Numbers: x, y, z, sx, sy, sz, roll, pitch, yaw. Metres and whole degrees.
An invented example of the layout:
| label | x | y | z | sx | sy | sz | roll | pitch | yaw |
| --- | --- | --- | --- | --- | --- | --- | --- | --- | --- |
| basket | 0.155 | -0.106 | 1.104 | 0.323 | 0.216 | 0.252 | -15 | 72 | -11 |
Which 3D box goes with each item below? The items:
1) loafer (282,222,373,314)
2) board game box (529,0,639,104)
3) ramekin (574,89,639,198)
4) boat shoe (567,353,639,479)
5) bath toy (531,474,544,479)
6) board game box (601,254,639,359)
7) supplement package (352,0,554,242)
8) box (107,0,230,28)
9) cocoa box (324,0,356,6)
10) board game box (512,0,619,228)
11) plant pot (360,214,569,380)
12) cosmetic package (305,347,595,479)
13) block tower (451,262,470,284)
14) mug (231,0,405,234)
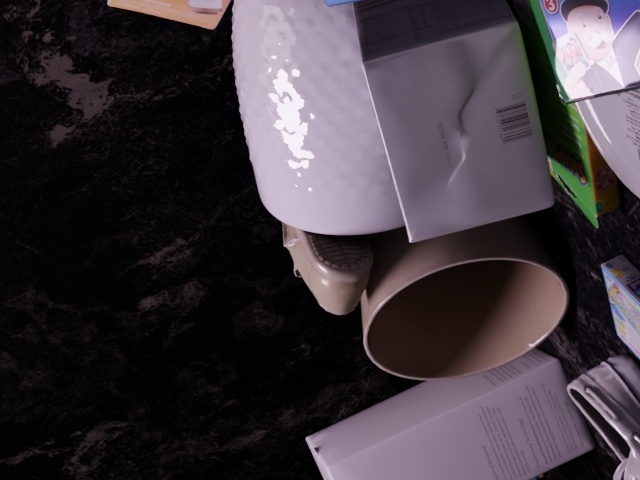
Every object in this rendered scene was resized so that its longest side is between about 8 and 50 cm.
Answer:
| label | x | y | z | sx | sy | sz | roll | pitch | yaw |
| --- | --- | --- | --- | --- | --- | --- | --- | --- | --- |
| loafer | 0.000 | 0.000 | 1.561 | 0.268 | 0.101 | 0.092 | -104 | 20 | -60 |
| board game box | 0.197 | -0.192 | 0.612 | 0.317 | 0.046 | 0.214 | -4 | 107 | 63 |
| ramekin | 0.240 | -0.116 | 0.828 | 0.207 | 0.109 | 0.207 | 63 | 174 | 12 |
| boat shoe | 0.363 | 0.247 | 1.381 | 0.096 | 0.088 | 0.268 | 75 | 168 | -61 |
| bath toy | 0.280 | 0.307 | 2.219 | 0.151 | 0.129 | 0.348 | -136 | 22 | -75 |
| board game box | 0.338 | 0.096 | 1.263 | 0.154 | 0.026 | 0.103 | 57 | 170 | 53 |
| supplement package | 0.127 | -0.142 | 1.249 | 0.203 | 0.149 | 0.194 | -93 | -12 | -62 |
| box | -0.152 | -0.321 | 1.384 | 0.170 | 0.130 | 0.091 | 136 | 142 | -64 |
| cocoa box | 0.053 | -0.361 | 0.858 | 0.347 | 0.228 | 0.231 | 66 | 174 | -12 |
| board game box | 0.232 | -0.136 | 1.193 | 0.124 | 0.039 | 0.259 | -119 | 9 | -45 |
| plant pot | 0.154 | -0.006 | 1.610 | 0.256 | 0.256 | 0.274 | 72 | -176 | -53 |
| cosmetic package | 0.182 | 0.293 | 1.839 | 0.197 | 0.365 | 0.155 | -144 | 29 | -80 |
| block tower | 0.234 | 0.088 | 1.865 | 0.335 | 0.091 | 0.097 | 92 | 153 | -79 |
| mug | 0.040 | -0.245 | 1.511 | 0.374 | 0.276 | 0.328 | -72 | -24 | -52 |
